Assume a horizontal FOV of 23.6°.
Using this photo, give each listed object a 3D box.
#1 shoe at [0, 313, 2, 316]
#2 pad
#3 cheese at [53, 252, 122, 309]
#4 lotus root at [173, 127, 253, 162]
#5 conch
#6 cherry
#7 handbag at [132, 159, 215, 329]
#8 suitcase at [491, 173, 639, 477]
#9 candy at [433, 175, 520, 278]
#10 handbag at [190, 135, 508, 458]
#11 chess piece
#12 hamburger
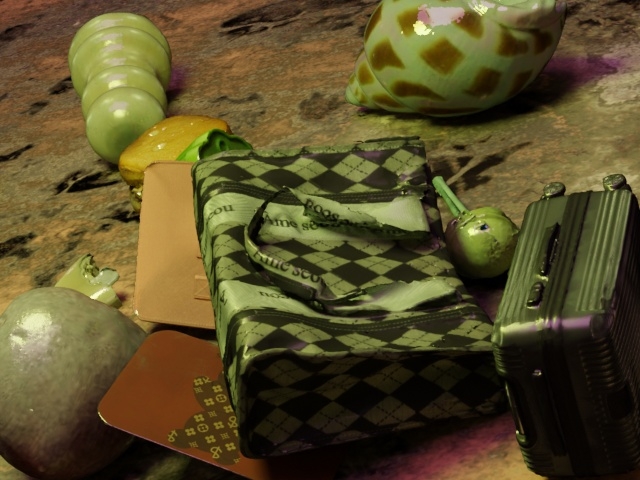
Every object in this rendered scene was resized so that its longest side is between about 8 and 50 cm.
[{"bbox_3d":[-0.486,0.168,1.862,0.351,0.198,0.172,-29,36,-14],"label":"shoe"},{"bbox_3d":[-0.095,0.185,1.677,0.267,0.004,0.181,18,37,10],"label":"pad"},{"bbox_3d":[-0.358,0.111,2.056,0.235,0.049,0.127,-42,35,-24],"label":"cheese"},{"bbox_3d":[-0.171,-0.041,2.123,0.186,0.186,0.186,-15,28,8],"label":"lotus root"},{"bbox_3d":[0.187,-0.281,2.289,0.249,0.197,0.368,7,1,-41],"label":"conch"},{"bbox_3d":[-0.291,0.160,1.765,0.213,0.183,0.266,26,41,-9],"label":"cherry"},{"bbox_3d":[-0.162,0.005,1.973,0.157,0.212,0.059,3,-2,34],"label":"handbag"},{"bbox_3d":[0.270,0.082,1.554,0.128,0.202,0.312,-7,29,22],"label":"suitcase"},{"bbox_3d":[0.183,-0.035,1.978,0.093,0.092,0.335,-54,16,12],"label":"candy"},{"bbox_3d":[0.031,0.054,1.729,0.317,0.180,0.416,-5,35,-8],"label":"handbag"},{"bbox_3d":[-0.333,-0.243,2.579,0.182,0.182,0.330,-18,32,2],"label":"chess piece"},{"bbox_3d":[-0.203,-0.101,2.275,0.182,0.118,0.191,-29,26,-13],"label":"hamburger"}]
